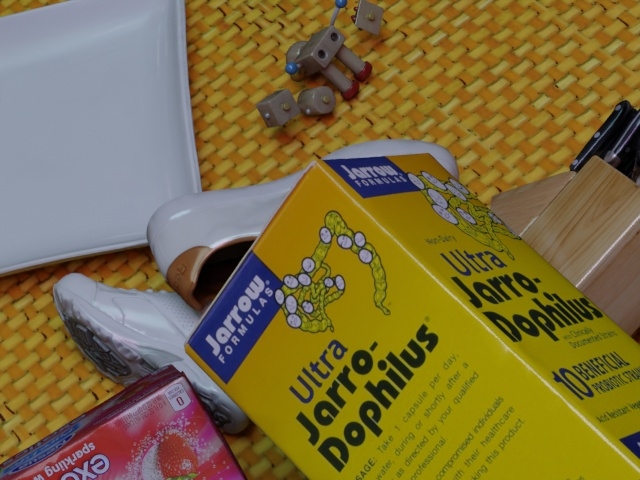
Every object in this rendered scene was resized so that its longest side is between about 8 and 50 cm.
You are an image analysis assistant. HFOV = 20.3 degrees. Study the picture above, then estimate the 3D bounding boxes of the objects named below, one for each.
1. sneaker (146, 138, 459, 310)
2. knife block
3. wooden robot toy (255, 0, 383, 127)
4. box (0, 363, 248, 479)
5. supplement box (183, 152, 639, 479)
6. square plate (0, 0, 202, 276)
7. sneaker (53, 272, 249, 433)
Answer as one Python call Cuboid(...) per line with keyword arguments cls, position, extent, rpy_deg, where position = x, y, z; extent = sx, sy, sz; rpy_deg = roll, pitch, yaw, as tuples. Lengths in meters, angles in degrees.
Cuboid(cls="sneaker", position=(0.000, 0.000, 1.591), extent=(0.290, 0.106, 0.123), rpy_deg=(-17, 43, -10))
Cuboid(cls="knife block", position=(0.255, 0.007, 1.487), extent=(0.242, 0.088, 0.276), rpy_deg=(-18, 46, 36))
Cuboid(cls="wooden robot toy", position=(-0.006, -0.170, 1.777), extent=(0.173, 0.076, 0.079), rpy_deg=(-54, 24, -23))
Cuboid(cls="box", position=(-0.193, 0.221, 1.463), extent=(0.257, 0.122, 0.128), rpy_deg=(-31, 97, -8))
Cuboid(cls="supplement box", position=(0.109, 0.119, 1.342), extent=(0.356, 0.194, 0.195), rpy_deg=(44, 113, 20))
Cuboid(cls="square plate", position=(-0.290, -0.096, 1.798), extent=(0.347, 0.049, 0.344), rpy_deg=(-13, 53, 6))
Cuboid(cls="sneaker", position=(-0.134, 0.081, 1.612), extent=(0.232, 0.090, 0.115), rpy_deg=(28, 59, 21))
